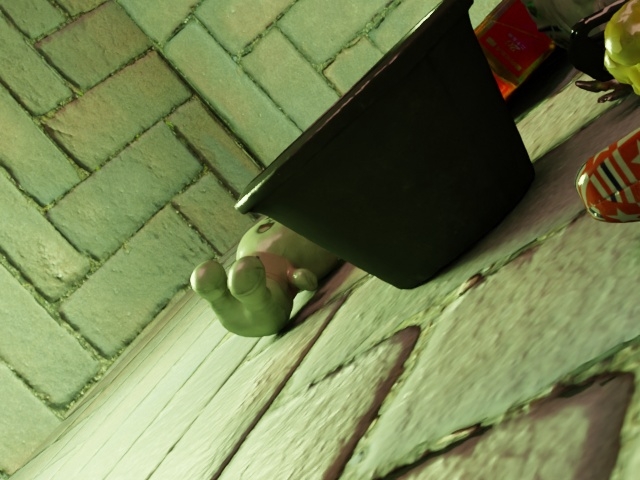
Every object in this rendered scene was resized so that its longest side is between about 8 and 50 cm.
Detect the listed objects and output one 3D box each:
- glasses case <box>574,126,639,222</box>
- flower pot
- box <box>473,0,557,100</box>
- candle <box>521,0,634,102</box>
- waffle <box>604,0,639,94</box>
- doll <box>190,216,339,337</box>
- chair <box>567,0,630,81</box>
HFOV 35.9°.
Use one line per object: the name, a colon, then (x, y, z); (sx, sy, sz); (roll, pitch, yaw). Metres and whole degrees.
glasses case: (0.201, -0.054, 0.455); (0.073, 0.049, 0.194); (-21, -9, -40)
flower pot: (0.075, -0.069, 0.855); (0.269, 0.166, 0.269); (-45, 6, 6)
box: (0.246, -0.249, 1.235); (0.313, 0.089, 0.197); (-45, -1, -31)
candle: (0.251, -0.228, 0.768); (0.330, 0.187, 0.187); (-49, 9, -35)
waffle: (0.269, -0.151, 0.453); (0.283, 0.065, 0.309); (-28, -5, -5)
doll: (-0.055, 0.035, 1.216); (0.155, 0.113, 0.275); (-15, 14, 28)
chair: (0.240, -0.192, 0.613); (0.212, 0.101, 0.084); (-24, -30, 17)
